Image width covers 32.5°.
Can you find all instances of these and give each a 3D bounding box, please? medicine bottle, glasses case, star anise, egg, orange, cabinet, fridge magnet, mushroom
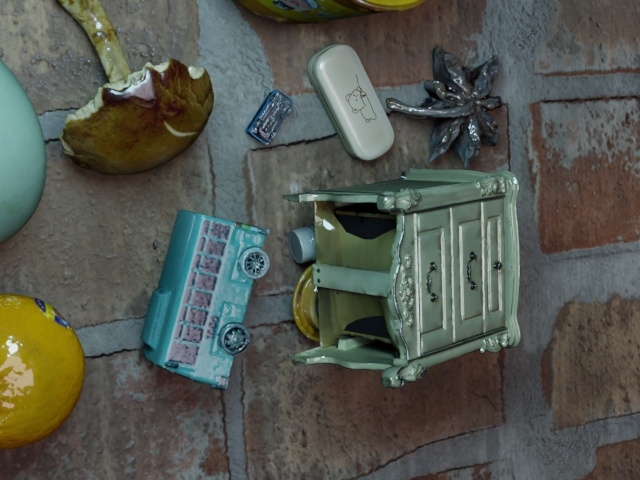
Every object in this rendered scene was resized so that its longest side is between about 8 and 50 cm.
[{"bbox_3d":[0.000,0.000,1.788,0.091,0.058,0.058,-15,104,-22],"label":"medicine bottle"},{"bbox_3d":[0.050,-0.224,1.784,0.083,0.050,0.196,-36,110,-18],"label":"glasses case"},{"bbox_3d":[0.225,-0.224,1.843,0.231,0.089,0.209,-32,102,-30],"label":"star anise"},{"bbox_3d":[-0.509,-0.137,1.403,0.276,0.276,0.389,-49,139,-11],"label":"egg"},{"bbox_3d":[-0.442,0.185,1.548,0.219,0.193,0.219,-7,115,-14],"label":"orange"},{"bbox_3d":[0.132,0.045,1.705,0.318,0.227,0.290,-11,102,-46],"label":"cabinet"},{"bbox_3d":[0.017,0.099,1.806,0.143,0.063,0.143,-7,103,-34],"label":"fridge magnet"},{"bbox_3d":[-0.265,-0.247,1.584,0.233,0.208,0.302,5,84,-65],"label":"mushroom"}]

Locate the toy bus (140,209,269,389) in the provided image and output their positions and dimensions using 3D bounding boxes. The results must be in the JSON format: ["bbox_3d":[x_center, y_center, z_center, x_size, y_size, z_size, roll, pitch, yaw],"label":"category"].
[{"bbox_3d":[-0.182,0.088,1.683,0.147,0.128,0.256,16,88,-24],"label":"toy bus"}]

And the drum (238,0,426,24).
[{"bbox_3d":[0.020,-0.525,1.581,0.431,0.214,0.431,-3,94,-42],"label":"drum"}]

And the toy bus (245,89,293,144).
[{"bbox_3d":[-0.081,-0.196,1.732,0.038,0.046,0.083,34,85,-24],"label":"toy bus"}]
